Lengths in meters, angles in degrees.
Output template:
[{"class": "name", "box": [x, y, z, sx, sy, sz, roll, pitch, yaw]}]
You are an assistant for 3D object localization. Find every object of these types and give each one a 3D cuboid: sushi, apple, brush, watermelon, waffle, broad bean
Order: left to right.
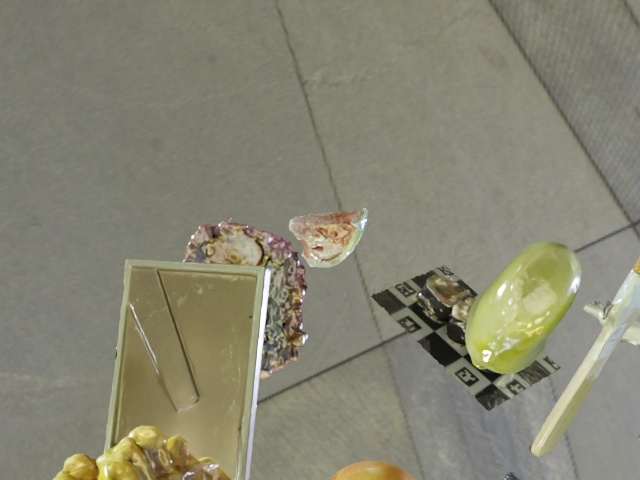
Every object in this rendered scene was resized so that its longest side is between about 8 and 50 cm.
[{"class": "waffle", "box": [-0.180, 0.379, 1.031, 0.151, 0.324, 0.261, -40, 137, 20]}, {"class": "sushi", "box": [-0.151, 0.096, 1.523, 0.237, 0.171, 0.270, 1, 91, -13]}, {"class": "watermelon", "box": [0.000, 0.000, 1.635, 0.139, 0.187, 0.071, 16, 55, -30]}, {"class": "apple", "box": [0.126, 0.596, 1.987, 0.254, 0.253, 0.253, 0, 89, -28]}, {"class": "sushi", "box": [0.344, 0.169, 2.039, 0.296, 0.373, 0.100, -18, 143, -44]}, {"class": "broad bean", "box": [0.180, 0.064, 0.847, 0.082, 0.174, 0.124, 35, 79, 18]}, {"class": "brush", "box": [0.318, 0.121, 1.027, 0.085, 0.020, 0.336, -8, 130, -41]}]

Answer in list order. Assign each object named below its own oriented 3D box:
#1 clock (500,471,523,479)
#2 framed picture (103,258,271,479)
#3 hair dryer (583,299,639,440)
[{"class": "clock", "box": [0.197, 0.459, 1.210, 0.067, 0.325, 0.325, 29, 71, 21]}, {"class": "framed picture", "box": [-0.197, 0.198, 1.318, 0.022, 0.247, 0.334, 16, 78, -63]}, {"class": "hair dryer", "box": [0.476, 0.194, 1.321, 0.088, 0.225, 0.218, 55, 47, -50]}]
